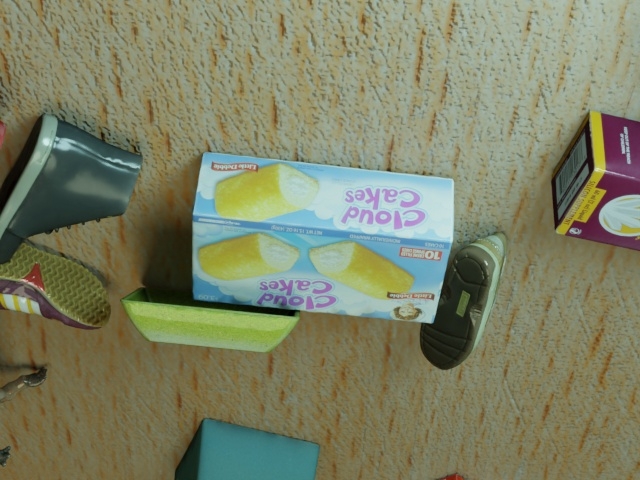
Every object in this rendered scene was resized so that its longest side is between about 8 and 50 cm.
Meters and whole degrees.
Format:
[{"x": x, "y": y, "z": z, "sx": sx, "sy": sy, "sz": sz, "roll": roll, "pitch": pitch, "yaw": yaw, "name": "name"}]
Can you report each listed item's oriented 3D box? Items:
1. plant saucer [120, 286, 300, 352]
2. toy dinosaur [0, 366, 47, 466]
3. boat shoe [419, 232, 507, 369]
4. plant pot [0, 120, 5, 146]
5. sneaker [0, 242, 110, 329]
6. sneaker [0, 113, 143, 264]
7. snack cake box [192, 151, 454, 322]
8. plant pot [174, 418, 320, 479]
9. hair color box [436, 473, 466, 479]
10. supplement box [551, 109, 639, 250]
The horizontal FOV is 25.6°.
[{"x": -0.117, "y": 0.088, "z": 1.546, "sx": 0.188, "sy": 0.045, "sz": 0.188, "roll": 6, "pitch": -177, "yaw": -1, "name": "plant saucer"}, {"x": -0.480, "y": 0.201, "z": 1.740, "sx": 0.200, "sy": 0.127, "sz": 0.295, "roll": 34, "pitch": 128, "yaw": -31, "name": "toy dinosaur"}, {"x": 0.168, "y": 0.068, "z": 1.556, "sx": 0.068, "sy": 0.072, "sz": 0.190, "roll": 38, "pitch": 137, "yaw": 15, "name": "boat shoe"}, {"x": -0.422, "y": -0.066, "z": 1.359, "sx": 0.174, "sy": 0.191, "sz": 0.191, "roll": 26, "pitch": 137, "yaw": -21, "name": "plant pot"}, {"x": -0.330, "y": 0.053, "z": 1.605, "sx": 0.185, "sy": 0.070, "sz": 0.084, "roll": 31, "pitch": 144, "yaw": -20, "name": "sneaker"}, {"x": -0.274, "y": -0.030, "z": 1.472, "sx": 0.118, "sy": 0.083, "sz": 0.222, "roll": 20, "pitch": 138, "yaw": -19, "name": "sneaker"}, {"x": 0.000, "y": 0.000, "z": 1.476, "sx": 0.264, "sy": 0.089, "sz": 0.152, "roll": 6, "pitch": 141, "yaw": 0, "name": "snack cake box"}, {"x": -0.110, "y": 0.391, "z": 1.864, "sx": 0.165, "sy": 0.234, "sz": 0.166, "roll": 15, "pitch": 140, "yaw": -12, "name": "plant pot"}, {"x": 0.204, "y": 0.397, "z": 1.983, "sx": 0.093, "sy": 0.053, "sz": 0.167, "roll": -26, "pitch": 134, "yaw": 32, "name": "hair color box"}, {"x": 0.334, "y": -0.048, "z": 1.385, "sx": 0.188, "sy": 0.081, "sz": 0.104, "roll": 12, "pitch": 141, "yaw": -9, "name": "supplement box"}]
